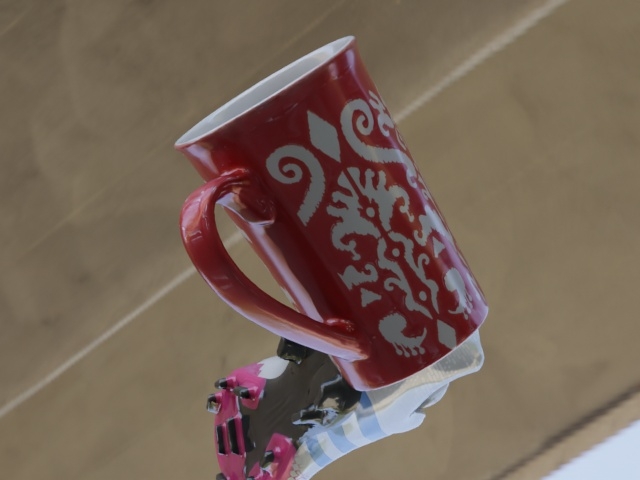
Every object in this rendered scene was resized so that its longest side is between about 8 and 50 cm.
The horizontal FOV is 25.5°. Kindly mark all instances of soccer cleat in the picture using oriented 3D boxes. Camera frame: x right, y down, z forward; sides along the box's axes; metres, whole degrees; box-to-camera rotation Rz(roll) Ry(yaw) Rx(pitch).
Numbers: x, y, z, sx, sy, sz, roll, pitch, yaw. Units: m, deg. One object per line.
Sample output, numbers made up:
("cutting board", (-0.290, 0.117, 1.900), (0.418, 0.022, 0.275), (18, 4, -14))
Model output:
("soccer cleat", (0.014, 0.129, 1.095), (0.143, 0.331, 0.116), (-3, -109, -23))

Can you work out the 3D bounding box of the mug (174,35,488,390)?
("mug", (-0.002, -0.001, 0.774), (0.150, 0.113, 0.169), (-36, -77, -18))
